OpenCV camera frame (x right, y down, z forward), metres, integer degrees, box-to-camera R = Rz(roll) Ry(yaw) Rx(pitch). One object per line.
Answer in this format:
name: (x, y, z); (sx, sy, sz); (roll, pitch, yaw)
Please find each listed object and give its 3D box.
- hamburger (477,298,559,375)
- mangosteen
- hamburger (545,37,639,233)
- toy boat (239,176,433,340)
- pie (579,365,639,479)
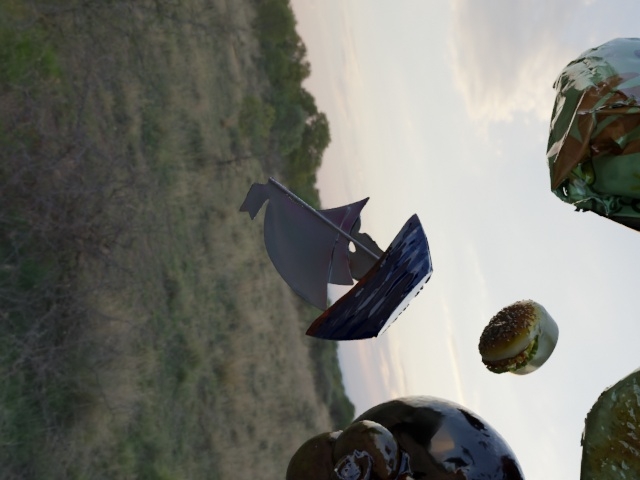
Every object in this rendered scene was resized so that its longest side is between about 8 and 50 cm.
hamburger: (0.311, 0.157, 0.975); (0.141, 0.082, 0.126); (-59, -166, -22)
mangosteen: (0.117, 0.360, 0.850); (0.347, 0.307, 0.306); (24, 38, -37)
hamburger: (0.306, -0.090, 0.498); (0.214, 0.235, 0.125); (-59, 152, -43)
toy boat: (0.000, 0.028, 0.883); (0.072, 0.319, 0.219); (52, 55, -68)
pie: (0.533, 0.310, 0.853); (0.078, 0.372, 0.296); (35, 32, -64)
